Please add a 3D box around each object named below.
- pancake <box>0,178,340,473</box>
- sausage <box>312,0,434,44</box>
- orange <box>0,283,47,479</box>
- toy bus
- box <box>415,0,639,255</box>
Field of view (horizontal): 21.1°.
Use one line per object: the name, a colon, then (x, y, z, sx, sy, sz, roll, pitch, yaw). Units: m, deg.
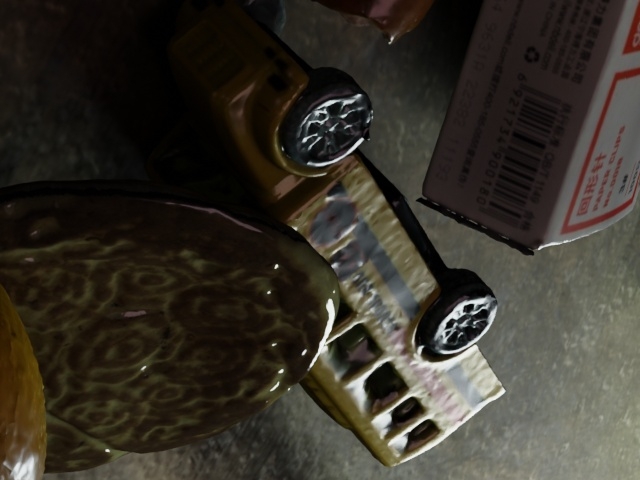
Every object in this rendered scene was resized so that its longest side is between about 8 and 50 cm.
pancake: (-0.110, 0.049, 0.870, 0.250, 0.031, 0.250, -7, 142, -5)
sausage: (0.064, -0.249, 0.871, 0.103, 0.076, 0.302, -11, 125, -41)
orange: (-0.231, 0.088, 0.717, 0.236, 0.236, 0.236, -26, 134, -30)
toy bus: (0.000, 0.000, 0.966, 0.123, 0.121, 0.335, -38, 141, -2)
box: (0.150, -0.097, 1.035, 0.133, 0.099, 0.182, -23, 135, -57)
